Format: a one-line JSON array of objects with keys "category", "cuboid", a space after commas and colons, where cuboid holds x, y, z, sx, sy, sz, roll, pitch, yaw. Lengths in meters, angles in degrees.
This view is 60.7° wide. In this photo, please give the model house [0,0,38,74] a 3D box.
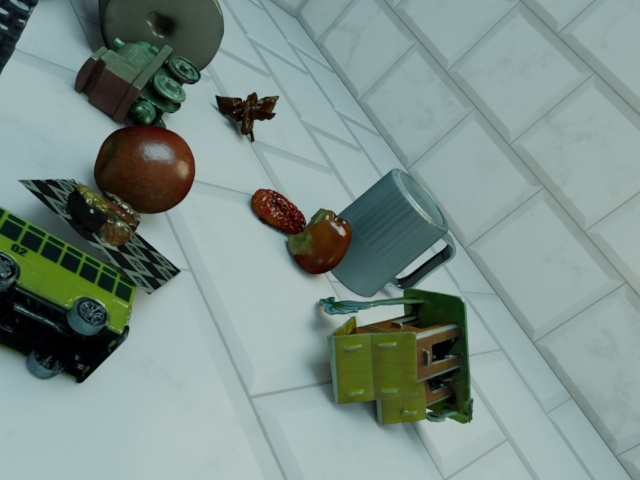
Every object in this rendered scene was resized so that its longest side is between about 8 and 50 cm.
[{"category": "model house", "cuboid": [-0.611, -0.369, 0.756, 0.360, 0.339, 0.297, 29, 32, -36]}]

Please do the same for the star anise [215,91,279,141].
[{"category": "star anise", "cuboid": [-0.236, -0.414, 1.750, 0.196, 0.111, 0.212, 29, 55, 3]}]

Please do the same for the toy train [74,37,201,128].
[{"category": "toy train", "cuboid": [-0.433, -0.391, 1.330, 0.221, 0.150, 0.304, 32, 33, -18]}]

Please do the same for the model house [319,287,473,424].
[{"category": "model house", "cuboid": [0.122, 0.281, 1.277, 0.323, 0.340, 0.300, -8, 97, -35]}]

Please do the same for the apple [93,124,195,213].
[{"category": "apple", "cuboid": [-0.340, -0.142, 1.065, 0.168, 0.181, 0.181, 21, 35, -41]}]

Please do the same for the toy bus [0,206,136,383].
[{"category": "toy bus", "cuboid": [-0.391, 0.063, 0.722, 0.262, 0.128, 0.150, 37, 24, -28]}]

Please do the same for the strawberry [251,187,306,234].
[{"category": "strawberry", "cuboid": [-0.105, -0.087, 1.502, 0.188, 0.082, 0.121, 27, 28, -34]}]

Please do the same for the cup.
[{"category": "cup", "cuboid": [0.207, -0.001, 1.606, 0.331, 0.311, 0.257, 49, 24, 3]}]

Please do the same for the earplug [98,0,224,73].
[{"category": "earplug", "cuboid": [-0.467, -0.677, 1.526, 0.312, 0.312, 0.394, 23, 31, -44]}]

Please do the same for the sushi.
[{"category": "sushi", "cuboid": [-0.336, -0.033, 0.916, 0.264, 0.050, 0.290, 43, -1, -8]}]

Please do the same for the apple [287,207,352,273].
[{"category": "apple", "cuboid": [0.007, 0.003, 1.454, 0.147, 0.158, 0.156, 50, 19, -1]}]
